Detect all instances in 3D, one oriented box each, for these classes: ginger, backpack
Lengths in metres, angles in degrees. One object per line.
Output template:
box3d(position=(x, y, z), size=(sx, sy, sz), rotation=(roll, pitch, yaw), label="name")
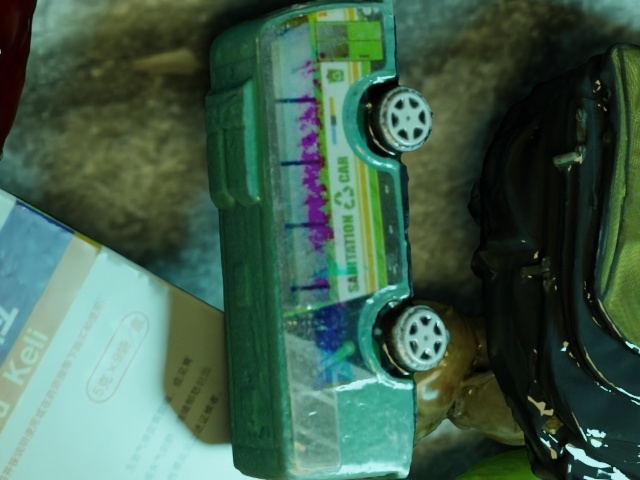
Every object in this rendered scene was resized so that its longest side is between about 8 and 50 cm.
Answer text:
box3d(position=(0.113, 0.088, 1.186), size=(0.204, 0.080, 0.104), rotation=(5, 112, -18), label="ginger")
box3d(position=(0.179, 0.030, 1.113), size=(0.206, 0.133, 0.258), rotation=(11, 73, -27), label="backpack")

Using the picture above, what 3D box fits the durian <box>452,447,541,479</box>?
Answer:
box3d(position=(0.167, 0.205, 1.240), size=(0.250, 0.101, 0.139), rotation=(29, 69, -23), label="durian")

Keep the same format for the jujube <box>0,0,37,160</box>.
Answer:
box3d(position=(-0.254, -0.122, 0.855), size=(0.258, 0.258, 0.376), rotation=(8, 119, -22), label="jujube")

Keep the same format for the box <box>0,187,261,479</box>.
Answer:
box3d(position=(-0.142, 0.104, 1.064), size=(0.299, 0.106, 0.200), rotation=(31, 85, -31), label="box")

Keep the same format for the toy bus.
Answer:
box3d(position=(0.000, 0.000, 1.030), size=(0.109, 0.091, 0.261), rotation=(-3, 87, -29), label="toy bus")
